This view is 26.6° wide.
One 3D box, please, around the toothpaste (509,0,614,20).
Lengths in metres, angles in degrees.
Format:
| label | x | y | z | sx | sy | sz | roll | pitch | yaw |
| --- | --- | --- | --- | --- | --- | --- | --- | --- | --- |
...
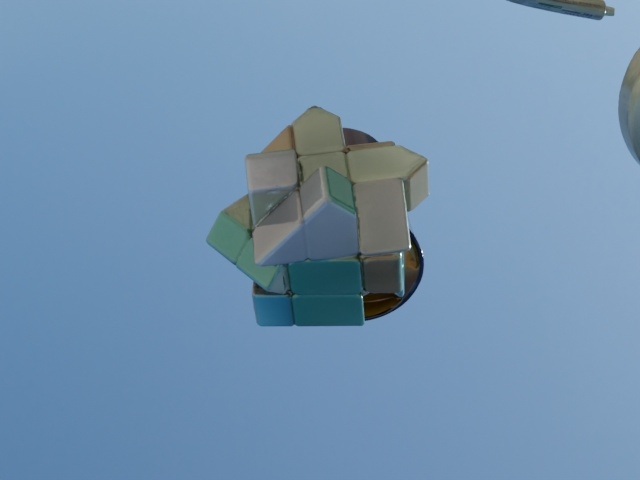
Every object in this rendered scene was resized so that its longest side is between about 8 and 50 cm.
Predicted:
| label | x | y | z | sx | sy | sz | roll | pitch | yaw |
| --- | --- | --- | --- | --- | --- | --- | --- | --- | --- |
| toothpaste | 0.465 | -0.452 | 2.597 | 0.218 | 0.041 | 0.064 | 5 | 177 | -17 |

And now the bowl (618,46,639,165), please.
| label | x | y | z | sx | sy | sz | roll | pitch | yaw |
| --- | --- | --- | --- | --- | --- | --- | --- | --- | --- |
| bowl | 0.621 | -0.194 | 2.051 | 0.307 | 0.307 | 0.163 | -11 | -153 | -3 |

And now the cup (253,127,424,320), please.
| label | x | y | z | sx | sy | sz | roll | pitch | yaw |
| --- | --- | --- | --- | --- | --- | --- | --- | --- | --- |
| cup | -0.002 | -0.018 | 1.899 | 0.255 | 0.178 | 0.256 | -18 | -147 | 4 |

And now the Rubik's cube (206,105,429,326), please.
| label | x | y | z | sx | sy | sz | roll | pitch | yaw |
| --- | --- | --- | --- | --- | --- | --- | --- | --- | --- |
| Rubik's cube | -0.003 | -0.036 | 1.601 | 0.265 | 0.213 | 0.224 | -2 | -134 | 5 |
